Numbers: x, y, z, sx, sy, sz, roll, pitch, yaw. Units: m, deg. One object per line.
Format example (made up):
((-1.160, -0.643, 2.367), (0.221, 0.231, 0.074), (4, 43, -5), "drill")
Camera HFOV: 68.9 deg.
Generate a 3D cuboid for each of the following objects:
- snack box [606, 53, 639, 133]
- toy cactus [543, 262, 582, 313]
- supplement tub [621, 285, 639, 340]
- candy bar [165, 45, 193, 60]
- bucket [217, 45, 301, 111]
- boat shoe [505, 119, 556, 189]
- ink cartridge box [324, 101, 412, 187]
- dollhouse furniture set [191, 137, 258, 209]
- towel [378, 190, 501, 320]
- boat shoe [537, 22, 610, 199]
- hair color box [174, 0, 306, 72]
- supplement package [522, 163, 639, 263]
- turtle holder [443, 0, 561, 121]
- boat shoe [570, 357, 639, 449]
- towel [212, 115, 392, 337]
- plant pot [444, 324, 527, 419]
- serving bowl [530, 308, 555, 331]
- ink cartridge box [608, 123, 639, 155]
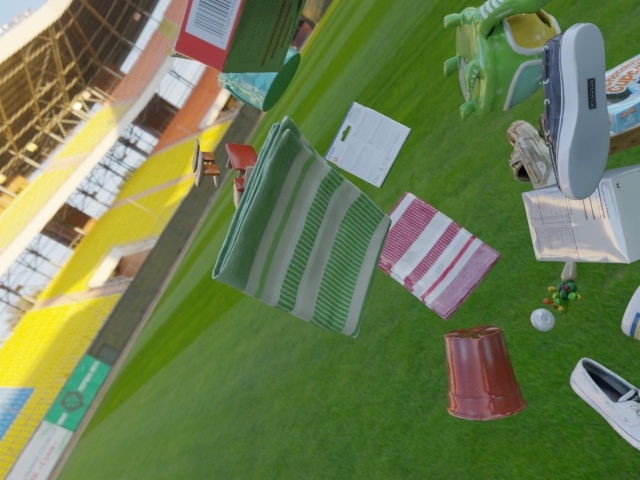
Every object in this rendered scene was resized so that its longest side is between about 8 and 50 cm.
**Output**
((0.794, -0.385, 1.135), (0.321, 0.060, 0.187), (-29, 32, 3), "snack box")
((0.842, 0.162, 1.618), (0.219, 0.112, 0.181), (23, -100, -66), "toy cactus")
((0.824, 0.192, 1.066), (0.199, 0.144, 0.144), (28, 86, 43), "supplement tub")
((-0.275, -0.421, 1.064), (0.040, 0.018, 0.161), (-4, 7, 40), "candy bar")
((-0.209, -0.606, 1.650), (0.281, 0.183, 0.281), (-54, 1, 2), "bucket")
((0.554, -0.216, 1.238), (0.110, 0.121, 0.341), (-36, 27, 20), "boat shoe")
((0.160, -0.324, 1.587), (0.224, 0.223, 0.045), (-61, -12, 8), "ink cartridge box")
((-0.198, -0.199, 1.267), (0.259, 0.261, 0.135), (-118, 36, -47), "dollhouse furniture set")
((0.303, 0.035, 1.328), (0.237, 0.329, 0.037), (-51, -24, 2), "towel")
((0.336, -0.171, 0.643), (0.076, 0.080, 0.229), (-164, 64, -67), "boat shoe")
((-0.070, -0.218, 0.458), (0.093, 0.053, 0.167), (-65, -5, 23), "hair color box")
((0.542, -0.053, 0.884), (0.194, 0.150, 0.203), (-16, 4, -18), "supplement package")
((0.416, -0.450, 1.070), (0.227, 0.321, 0.244), (-12, 42, 8), "turtle holder")
((0.662, 0.359, 1.006), (0.095, 0.084, 0.258), (-28, 41, -22), "boat shoe")
((0.000, 0.000, 0.726), (0.038, 0.324, 0.248), (6, 70, 39), "towel")
((0.560, 0.450, 1.644), (0.272, 0.272, 0.266), (166, 95, -68), "plant pot")
((0.799, 0.281, 1.667), (0.027, 0.083, 0.083), (89, -155, -66), "serving bowl")
((0.896, -0.366, 1.471), (0.234, 0.088, 0.194), (-22, 49, 31), "ink cartridge box")
